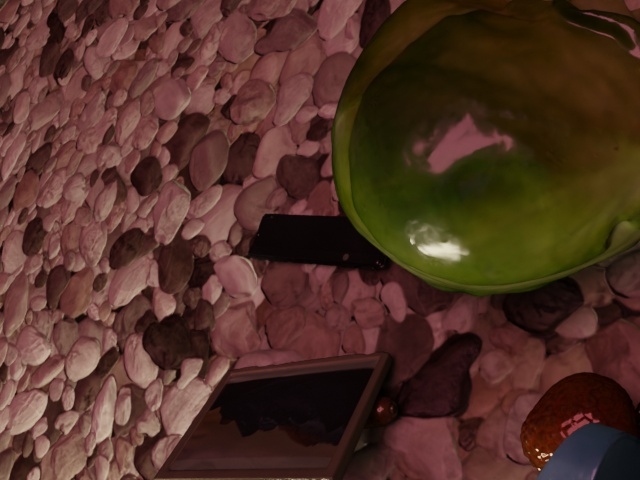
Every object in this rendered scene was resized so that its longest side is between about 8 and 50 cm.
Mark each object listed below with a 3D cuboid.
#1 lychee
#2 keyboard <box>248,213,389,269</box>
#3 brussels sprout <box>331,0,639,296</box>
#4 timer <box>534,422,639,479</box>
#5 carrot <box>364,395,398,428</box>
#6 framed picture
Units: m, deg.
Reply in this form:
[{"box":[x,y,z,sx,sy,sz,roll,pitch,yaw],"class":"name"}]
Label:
[{"box":[0.252,0.166,0.690,0.140,0.101,0.115,-26,64,20],"class":"lychee"},{"box":[0.001,0.000,1.019,0.231,0.023,0.072,3,66,39],"class":"keyboard"},{"box":[0.177,-0.089,0.760,0.371,0.276,0.315,14,67,34],"class":"brussels sprout"},{"box":[0.197,0.268,0.605,0.091,0.231,0.250,20,83,45],"class":"timer"},{"box":[0.021,0.212,0.900,0.165,0.035,0.036,-21,59,33],"class":"carrot"},{"box":[-0.055,0.212,0.903,0.265,0.018,0.192,-14,28,34],"class":"framed picture"}]
